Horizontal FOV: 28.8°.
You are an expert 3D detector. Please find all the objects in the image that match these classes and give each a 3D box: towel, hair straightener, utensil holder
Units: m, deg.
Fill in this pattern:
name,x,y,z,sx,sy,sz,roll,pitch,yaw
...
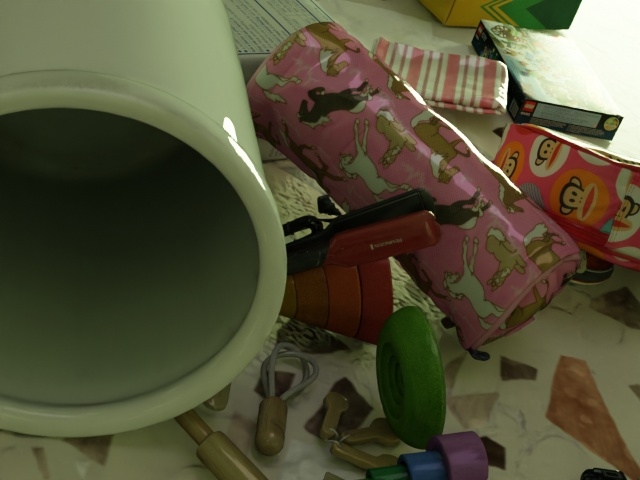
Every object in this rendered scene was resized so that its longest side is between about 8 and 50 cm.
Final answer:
name,x,y,z,sx,sy,sz,roll,pitch,yaw
towel,0.162,-0.226,1.715,0.197,0.029,0.144,9,34,3
hair straightener,0.000,0.000,1.180,0.230,0.047,0.089,-20,33,13
utensil holder,-0.210,-0.081,1.082,0.327,0.328,0.385,10,34,-15

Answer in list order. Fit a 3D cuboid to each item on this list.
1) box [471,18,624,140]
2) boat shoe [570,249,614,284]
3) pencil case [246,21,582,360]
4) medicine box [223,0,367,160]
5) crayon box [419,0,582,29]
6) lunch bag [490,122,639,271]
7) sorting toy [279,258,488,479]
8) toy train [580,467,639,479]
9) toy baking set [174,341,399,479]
name,x,y,z,sx,sy,sz,roll,pitch,yaw
box,0.329,-0.239,1.833,0.159,0.044,0.233,7,36,-18
boat shoe,0.284,0.017,1.450,0.137,0.043,0.049,11,33,-16
pencil case,0.085,-0.059,1.288,0.386,0.167,0.160,46,22,13
medicine box,-0.139,-0.222,1.473,0.289,0.149,0.263,-9,43,-36
crayon box,0.246,-0.427,2.023,0.318,0.081,0.202,-3,40,-32
lunch bag,0.340,-0.049,1.440,0.293,0.120,0.258,16,11,-25
sorting toy,0.027,0.113,1.107,0.126,0.127,0.365,-5,33,-14
toy train,0.318,0.237,1.174,0.158,0.027,0.036,11,24,-12
toy baking set,-0.032,0.166,1.092,0.256,0.030,0.197,40,32,17
